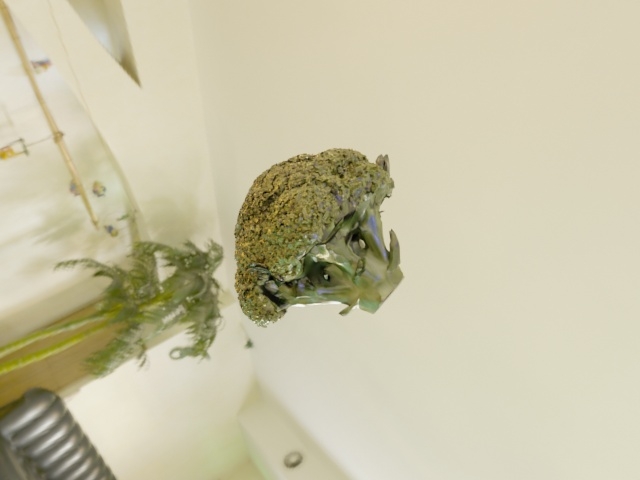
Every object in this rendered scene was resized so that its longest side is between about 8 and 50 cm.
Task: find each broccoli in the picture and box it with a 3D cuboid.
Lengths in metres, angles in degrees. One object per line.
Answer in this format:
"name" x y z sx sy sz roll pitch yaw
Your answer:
"broccoli" 0.000 0.000 0.382 0.120 0.131 0.130 41 -68 10
